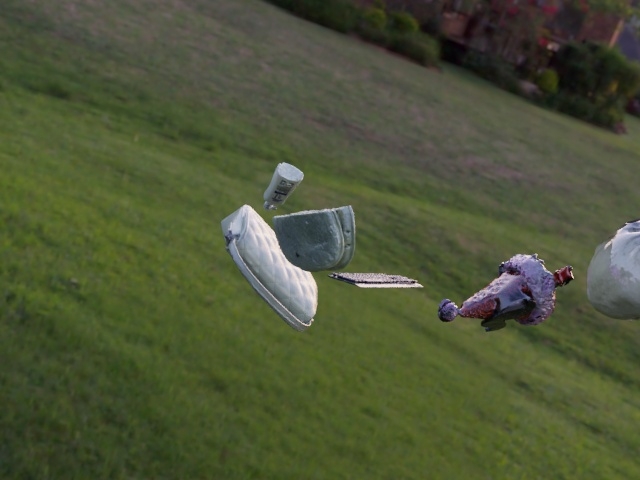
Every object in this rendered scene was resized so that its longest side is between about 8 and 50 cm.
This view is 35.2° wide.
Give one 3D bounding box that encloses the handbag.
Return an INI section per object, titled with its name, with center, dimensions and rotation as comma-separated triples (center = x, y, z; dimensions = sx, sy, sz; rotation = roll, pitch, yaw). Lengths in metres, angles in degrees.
[handbag]
center = -0.093, 0.063, 1.908
dimensions = 0.256, 0.079, 0.219
rotation = 49, 13, -25

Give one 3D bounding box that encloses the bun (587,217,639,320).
[bun]
center = 0.568, 0.041, 1.654
dimensions = 0.272, 0.168, 0.273
rotation = -13, -1, 0

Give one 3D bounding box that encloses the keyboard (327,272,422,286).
[keyboard]
center = 0.099, 0.069, 1.755
dimensions = 0.074, 0.015, 0.196
rotation = 11, 5, 39

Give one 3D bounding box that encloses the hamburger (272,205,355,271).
[hamburger]
center = -0.002, 0.001, 1.319
dimensions = 0.121, 0.084, 0.054
rotation = -8, 4, 39

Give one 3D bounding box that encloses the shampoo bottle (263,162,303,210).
[shampoo bottle]
center = -0.077, -0.092, 1.827
dimensions = 0.049, 0.141, 0.034
rotation = 13, 60, -17

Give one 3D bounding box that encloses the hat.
[hat]
center = 0.305, 0.102, 1.728
dimensions = 0.227, 0.129, 0.140
rotation = -14, 6, -25
